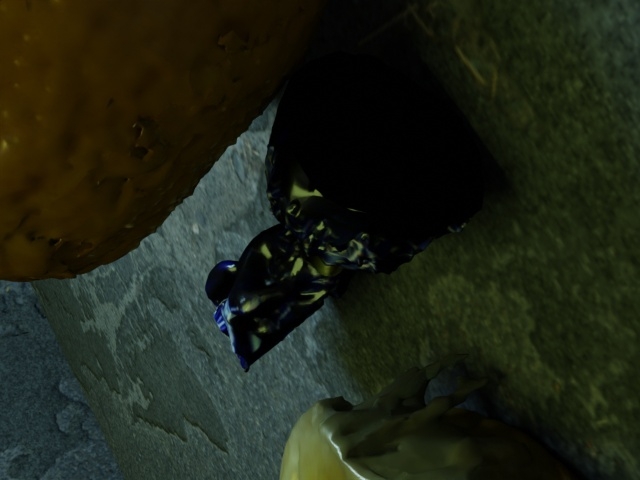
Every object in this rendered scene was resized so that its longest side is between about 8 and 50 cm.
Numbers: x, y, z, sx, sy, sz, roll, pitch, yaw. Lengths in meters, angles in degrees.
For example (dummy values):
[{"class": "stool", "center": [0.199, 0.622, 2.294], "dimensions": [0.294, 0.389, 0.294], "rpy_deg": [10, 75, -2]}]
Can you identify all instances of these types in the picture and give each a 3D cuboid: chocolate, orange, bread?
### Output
[{"class": "chocolate", "center": [-0.004, 0.001, 0.647], "dimensions": [0.343, 0.126, 0.148], "rpy_deg": [126, 156, -64]}, {"class": "orange", "center": [-0.166, -0.147, 0.545], "dimensions": [0.293, 0.340, 0.340], "rpy_deg": [41, 156, -8]}, {"class": "bread", "center": [0.121, 0.259, 0.582], "dimensions": [0.388, 0.183, 0.236], "rpy_deg": [53, 137, 37]}]
